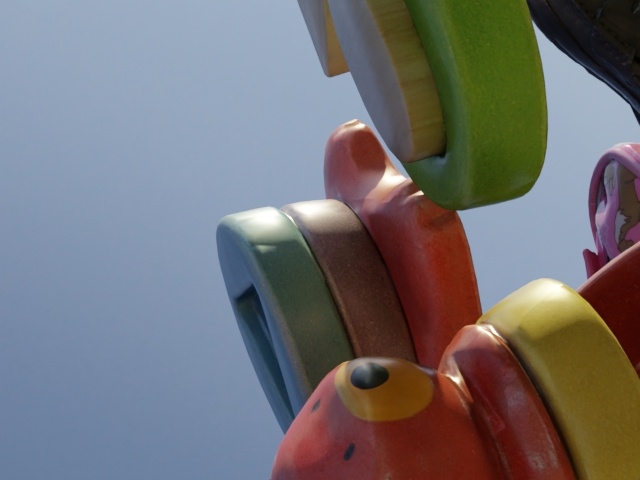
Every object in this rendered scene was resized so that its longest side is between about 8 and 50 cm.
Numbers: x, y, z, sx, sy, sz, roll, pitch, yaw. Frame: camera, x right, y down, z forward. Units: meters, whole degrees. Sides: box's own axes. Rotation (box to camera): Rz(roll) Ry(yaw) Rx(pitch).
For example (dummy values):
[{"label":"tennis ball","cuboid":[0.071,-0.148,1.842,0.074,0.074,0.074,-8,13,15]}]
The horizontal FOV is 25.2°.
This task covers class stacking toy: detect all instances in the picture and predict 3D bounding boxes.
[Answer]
[{"label":"stacking toy","cuboid":[0.000,0.000,0.592,0.130,0.309,0.279,-20,-74,-11]}]

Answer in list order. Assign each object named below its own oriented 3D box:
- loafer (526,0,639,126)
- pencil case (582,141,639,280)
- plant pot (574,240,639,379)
[{"label":"loafer","cuboid":[0.189,-0.116,0.808,0.076,0.078,0.223,-36,-95,-31]},{"label":"pencil case","cuboid":[0.390,-0.036,1.069,0.160,0.386,0.167,-119,20,-51]},{"label":"plant pot","cuboid":[0.269,0.163,0.877,0.265,0.272,0.272,42,-139,-13]}]
